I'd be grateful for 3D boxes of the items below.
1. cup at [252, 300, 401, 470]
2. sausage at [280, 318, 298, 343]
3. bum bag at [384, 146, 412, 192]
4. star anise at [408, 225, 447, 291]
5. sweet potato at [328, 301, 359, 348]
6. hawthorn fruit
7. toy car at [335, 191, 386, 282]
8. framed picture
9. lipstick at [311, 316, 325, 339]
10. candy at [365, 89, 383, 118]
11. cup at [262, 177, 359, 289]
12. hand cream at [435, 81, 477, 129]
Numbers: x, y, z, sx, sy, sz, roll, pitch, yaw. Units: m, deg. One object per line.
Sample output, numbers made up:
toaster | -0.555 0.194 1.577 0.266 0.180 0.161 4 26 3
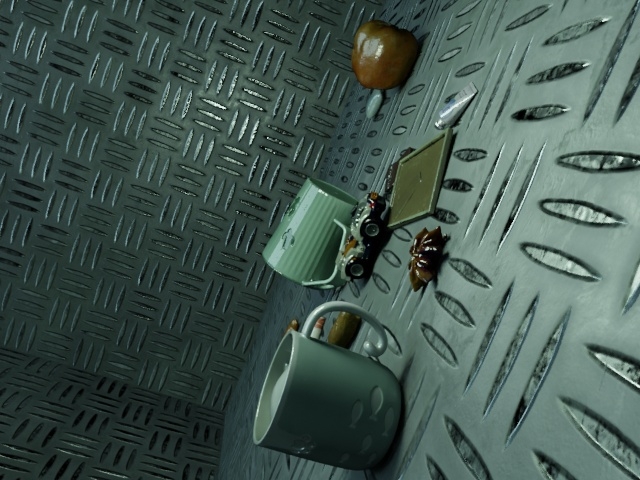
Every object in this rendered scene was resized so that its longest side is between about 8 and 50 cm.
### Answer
cup | 0.037 0.319 1.163 0.259 0.274 0.356 -155 86 -80
sausage | -0.149 0.457 2.526 0.062 0.054 0.183 38 108 46
bum bag | 0.264 -0.241 1.768 0.159 0.026 0.109 128 158 -56
star anise | 0.243 0.042 1.228 0.168 0.057 0.168 -158 90 -80
sweet potato | 0.066 0.306 1.639 0.077 0.077 0.243 -88 15 -62
hawthorn fruit | 0.256 -0.750 2.164 0.268 0.268 0.301 -92 15 -65
toy car | 0.137 -0.019 1.715 0.193 0.118 0.301 -75 0 -64
framed picture | 0.278 -0.166 1.520 0.335 0.022 0.247 151 135 -74
lipstick | -0.018 0.362 2.047 0.038 0.038 0.130 151 138 -75
candy | 0.261 -0.684 2.530 0.174 0.071 0.138 -84 18 -54
cup | 0.009 -0.002 2.086 0.392 0.401 0.310 -62 -22 15
hand cream | 0.368 -0.365 1.412 0.142 0.053 0.084 -52 17 30
